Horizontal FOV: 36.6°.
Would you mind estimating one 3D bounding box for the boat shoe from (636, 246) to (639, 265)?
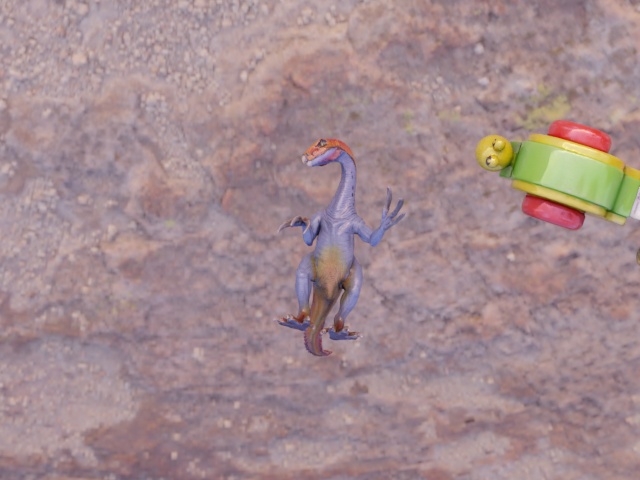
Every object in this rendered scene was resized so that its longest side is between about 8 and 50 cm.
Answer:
[{"bbox_3d":[0.496,-0.002,1.125,0.104,0.111,0.307,-8,167,-21],"label":"boat shoe"}]

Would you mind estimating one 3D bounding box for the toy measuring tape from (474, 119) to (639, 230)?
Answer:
[{"bbox_3d":[0.322,-0.049,1.024,0.330,0.121,0.121,19,134,11],"label":"toy measuring tape"}]

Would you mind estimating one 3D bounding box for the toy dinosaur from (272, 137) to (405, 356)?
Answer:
[{"bbox_3d":[0.000,0.000,0.425,0.047,0.082,0.090,12,158,-13],"label":"toy dinosaur"}]
